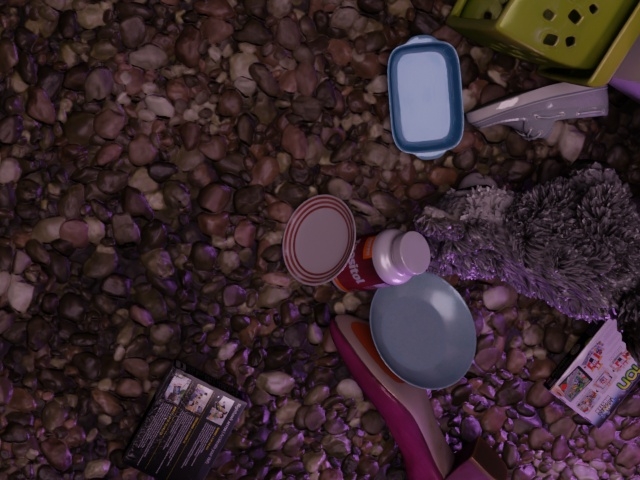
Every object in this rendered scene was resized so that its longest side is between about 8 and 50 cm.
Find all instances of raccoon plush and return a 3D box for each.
[{"bbox_3d":[0.317,0.052,1.550,0.299,0.446,0.216,-15,128,-4],"label":"raccoon plush"}]

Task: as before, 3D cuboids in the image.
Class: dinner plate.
[{"bbox_3d":[0.000,0.000,1.645,0.017,0.141,0.141,18,101,-52],"label":"dinner plate"}]

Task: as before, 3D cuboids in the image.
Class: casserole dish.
[{"bbox_3d":[0.159,-0.219,1.654,0.114,0.037,0.189,-6,100,-4],"label":"casserole dish"}]

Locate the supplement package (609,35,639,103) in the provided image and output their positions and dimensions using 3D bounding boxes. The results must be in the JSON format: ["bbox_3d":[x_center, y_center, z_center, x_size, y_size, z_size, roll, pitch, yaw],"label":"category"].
[{"bbox_3d":[0.589,-0.245,1.595,0.292,0.175,0.178,26,97,-22],"label":"supplement package"}]

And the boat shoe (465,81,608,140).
[{"bbox_3d":[0.338,-0.194,1.655,0.227,0.079,0.081,-14,97,-6],"label":"boat shoe"}]

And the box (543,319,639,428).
[{"bbox_3d":[0.473,0.192,1.761,0.114,0.036,0.207,37,95,-11],"label":"box"}]

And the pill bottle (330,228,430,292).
[{"bbox_3d":[0.088,0.029,1.627,0.086,0.152,0.086,11,73,-41],"label":"pill bottle"}]

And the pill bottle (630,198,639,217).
[{"bbox_3d":[0.505,-0.023,1.674,0.078,0.137,0.078,-1,102,-5],"label":"pill bottle"}]

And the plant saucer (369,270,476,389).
[{"bbox_3d":[0.153,0.142,1.686,0.194,0.037,0.195,11,65,-24],"label":"plant saucer"}]

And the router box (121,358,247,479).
[{"bbox_3d":[-0.215,0.296,1.705,0.133,0.046,0.179,28,97,-11],"label":"router box"}]

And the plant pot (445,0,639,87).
[{"bbox_3d":[0.348,-0.351,1.559,0.207,0.228,0.227,30,95,-16],"label":"plant pot"}]

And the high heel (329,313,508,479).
[{"bbox_3d":[0.111,0.293,1.717,0.377,0.127,0.181,49,124,3],"label":"high heel"}]
